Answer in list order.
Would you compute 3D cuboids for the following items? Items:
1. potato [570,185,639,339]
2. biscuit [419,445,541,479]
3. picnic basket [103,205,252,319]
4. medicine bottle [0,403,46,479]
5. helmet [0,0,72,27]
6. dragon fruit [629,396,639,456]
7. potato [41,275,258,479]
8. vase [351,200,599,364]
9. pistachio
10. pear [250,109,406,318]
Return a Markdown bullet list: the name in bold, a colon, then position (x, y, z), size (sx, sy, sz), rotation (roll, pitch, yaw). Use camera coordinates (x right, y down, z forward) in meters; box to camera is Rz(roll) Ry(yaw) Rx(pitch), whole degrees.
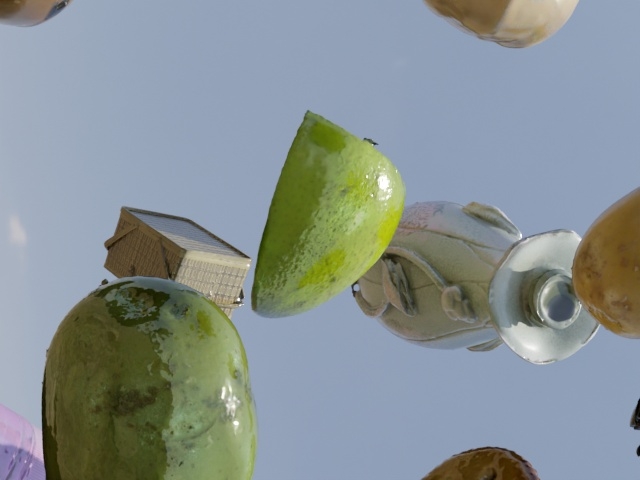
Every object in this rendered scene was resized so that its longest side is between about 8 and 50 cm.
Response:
- **potato**: position (0.380, 0.006, 1.437), size (0.146, 0.234, 0.150), rotation (52, -9, 44)
- **biscuit**: position (0.191, 0.361, 1.657), size (0.066, 0.220, 0.220), rotation (49, -4, -33)
- **picnic basket**: position (-0.170, 0.026, 1.577), size (0.164, 0.115, 0.079), rotation (30, -77, 46)
- **medicine bottle**: position (-0.456, 0.251, 1.635), size (0.152, 0.254, 0.152), rotation (-32, -143, 28)
- **helmet**: position (-0.383, -0.330, 1.631), size (0.224, 0.198, 0.130), rotation (-15, -111, 42)
- **dragon fruit**: position (0.552, 0.230, 1.955), size (0.182, 0.182, 0.189), rotation (120, -7, -55)
- **potato**: position (-0.169, 0.188, 1.306), size (0.216, 0.215, 0.304), rotation (-173, -91, -66)
- **vase**: position (0.225, 0.062, 1.972), size (0.445, 0.250, 0.250), rotation (-169, -107, -65)
- **pistachio**: position (0.193, -0.330, 1.354), size (0.187, 0.187, 0.299), rotation (142, -35, -64)
- **pear**: position (0.004, 0.003, 1.670), size (0.239, 0.139, 0.288), rotation (-59, 168, -11)
